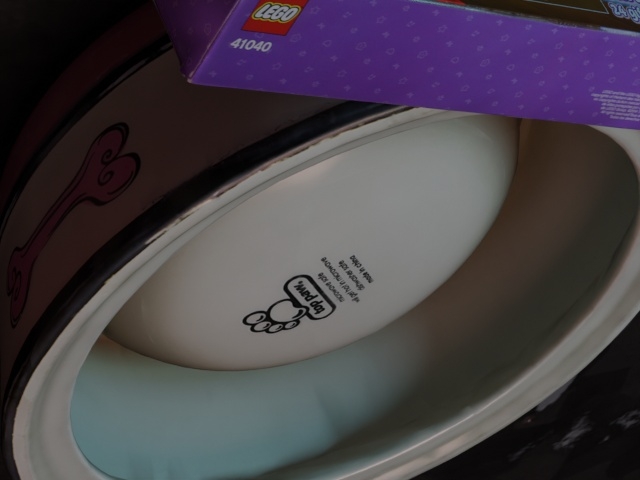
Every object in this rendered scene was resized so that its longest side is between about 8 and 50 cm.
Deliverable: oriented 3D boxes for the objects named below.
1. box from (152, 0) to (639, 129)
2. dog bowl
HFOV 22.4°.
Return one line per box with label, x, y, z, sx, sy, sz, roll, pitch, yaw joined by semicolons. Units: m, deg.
box;0.041;-0.143;0.679;0.293;0.201;0.057;1;140;-39
dog bowl;0.000;0.000;0.911;0.408;0.150;0.408;-20;149;-12
